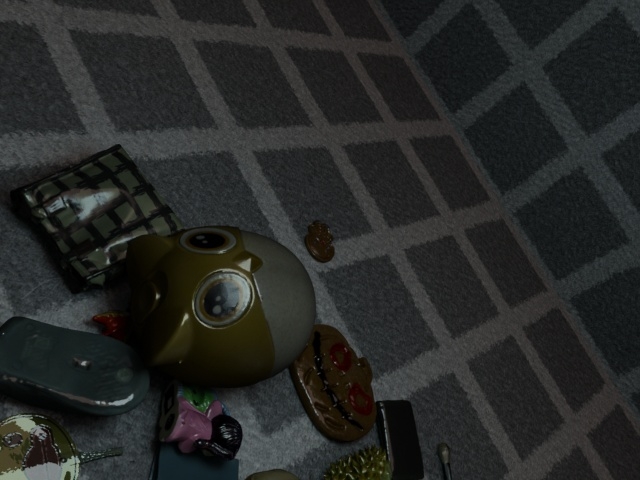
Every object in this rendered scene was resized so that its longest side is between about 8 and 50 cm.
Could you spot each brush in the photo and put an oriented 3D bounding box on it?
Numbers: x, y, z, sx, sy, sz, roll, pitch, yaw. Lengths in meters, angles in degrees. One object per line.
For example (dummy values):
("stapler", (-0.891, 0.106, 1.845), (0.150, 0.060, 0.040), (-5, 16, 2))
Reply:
("brush", (0.410, 0.785, 2.119), (0.042, 0.039, 0.299), (-7, 56, 2))

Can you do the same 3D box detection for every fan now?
("fan", (-0.581, 0.475, 1.441), (0.335, 0.011, 0.229), (2, 58, -43))

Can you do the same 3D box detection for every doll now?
("doll", (-0.497, 0.209, 1.701), (0.109, 0.057, 0.169), (65, 22, -8))

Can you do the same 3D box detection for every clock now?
("clock", (-0.287, 0.440, 1.652), (0.195, 0.100, 0.194), (30, 22, -25))

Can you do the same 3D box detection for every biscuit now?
("biscuit", (0.000, 0.000, 2.360), (0.124, 0.026, 0.175), (27, 44, -27))
("biscuit", (0.054, 0.423, 2.050), (0.314, 0.063, 0.367), (-7, 65, -45))

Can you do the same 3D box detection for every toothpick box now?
("toothpick box", (-0.254, 0.159, 1.681), (0.425, 0.409, 0.409), (11, 53, -42))

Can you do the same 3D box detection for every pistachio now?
("pistachio", (-0.118, 0.623, 1.675), (0.185, 0.124, 0.124), (35, 39, -40))

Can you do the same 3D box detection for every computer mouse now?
("computer mouse", (-0.574, 0.294, 1.507), (0.371, 0.122, 0.188), (23, 43, -20))

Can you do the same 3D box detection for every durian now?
("durian", (0.111, 0.665, 1.851), (0.166, 0.172, 0.306), (66, 26, -19))

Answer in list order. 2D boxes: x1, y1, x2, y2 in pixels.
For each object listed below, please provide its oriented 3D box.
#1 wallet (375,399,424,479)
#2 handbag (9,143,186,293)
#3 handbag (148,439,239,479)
("wallet", (0.245, 0.619, 2.090), (0.168, 0.052, 0.245), (14, 57, -41))
("handbag", (-0.570, -0.056, 1.758), (0.325, 0.162, 0.327), (52, 45, 5))
("handbag", (-0.298, 0.561, 1.616), (0.221, 0.057, 0.144), (26, 38, -25))
